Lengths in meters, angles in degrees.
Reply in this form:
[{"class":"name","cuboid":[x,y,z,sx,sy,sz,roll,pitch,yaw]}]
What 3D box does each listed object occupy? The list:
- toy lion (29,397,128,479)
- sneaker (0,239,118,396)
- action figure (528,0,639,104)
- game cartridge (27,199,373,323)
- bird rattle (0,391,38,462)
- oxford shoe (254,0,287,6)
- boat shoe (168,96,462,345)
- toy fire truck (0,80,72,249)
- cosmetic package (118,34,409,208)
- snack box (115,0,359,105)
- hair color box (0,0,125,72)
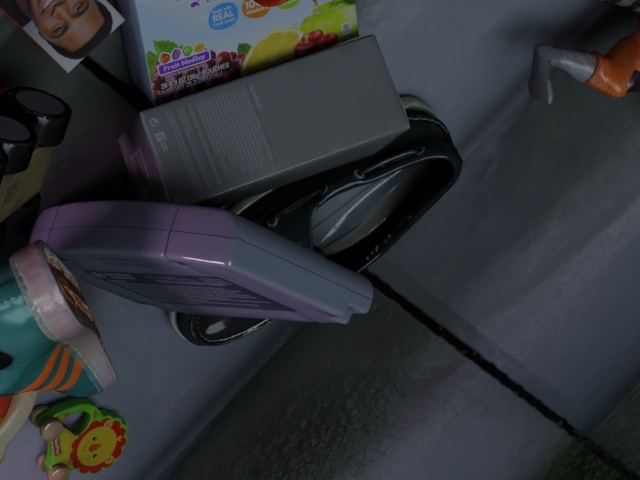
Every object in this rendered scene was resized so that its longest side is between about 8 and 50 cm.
[{"class":"toy lion","cuboid":[-0.242,0.200,1.761,0.096,0.034,0.100,-23,130,-25]},{"class":"sneaker","cuboid":[-0.263,0.085,1.532,0.121,0.108,0.302,-24,162,-4]},{"class":"action figure","cuboid":[0.400,-0.246,1.720,0.330,0.178,0.341,-10,151,-46]},{"class":"game cartridge","cuboid":[-0.121,0.019,1.546,0.198,0.297,0.062,31,70,-40]},{"class":"bird rattle","cuboid":[-0.357,0.133,1.613,0.207,0.143,0.253,6,105,-47]},{"class":"oxford shoe","cuboid":[-0.060,-0.332,1.415,0.098,0.097,0.271,-30,106,-34]},{"class":"boat shoe","cuboid":[0.002,0.002,1.708,0.340,0.113,0.127,-36,133,-4]},{"class":"toy fire truck","cuboid":[-0.363,-0.067,1.420,0.246,0.217,0.158,25,114,4]},{"class":"cosmetic package","cuboid":[-0.053,-0.098,1.580,0.238,0.127,0.107,-18,86,-16]},{"class":"snack box","cuboid":[-0.077,-0.235,1.522,0.207,0.070,0.174,-21,129,-19]},{"class":"hair color box","cuboid":[-0.237,-0.214,1.459,0.072,0.043,0.141,-43,133,2]}]
